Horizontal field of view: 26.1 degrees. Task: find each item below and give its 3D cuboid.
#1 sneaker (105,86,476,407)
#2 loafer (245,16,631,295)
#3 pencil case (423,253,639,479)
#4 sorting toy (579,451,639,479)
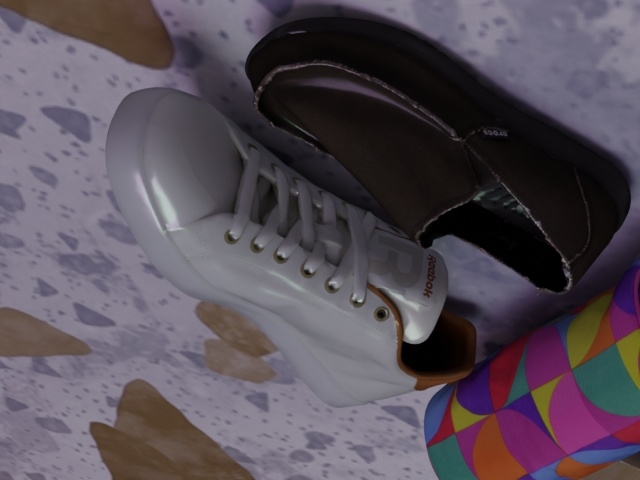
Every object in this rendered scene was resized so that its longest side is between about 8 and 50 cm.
[{"bbox_3d":[0.000,0.000,0.794,0.123,0.106,0.290,-10,145,32],"label":"sneaker"},{"bbox_3d":[0.059,-0.041,0.715,0.220,0.078,0.080,25,145,-4],"label":"loafer"},{"bbox_3d":[0.156,0.087,0.823,0.104,0.104,0.236,31,142,-13],"label":"pencil case"},{"bbox_3d":[0.226,0.171,0.935,0.132,0.046,0.274,23,145,-2],"label":"sorting toy"}]
